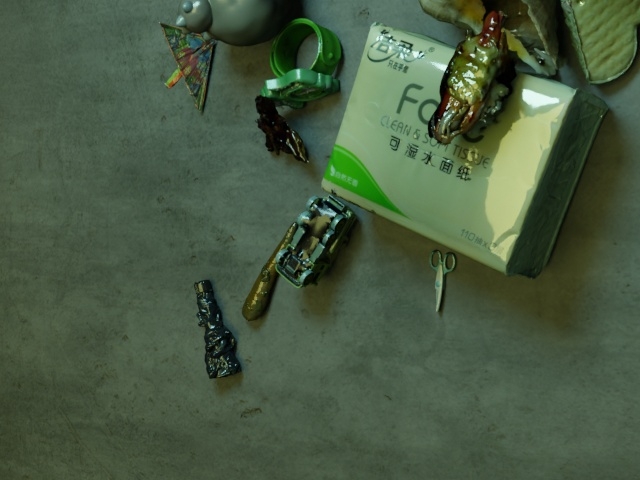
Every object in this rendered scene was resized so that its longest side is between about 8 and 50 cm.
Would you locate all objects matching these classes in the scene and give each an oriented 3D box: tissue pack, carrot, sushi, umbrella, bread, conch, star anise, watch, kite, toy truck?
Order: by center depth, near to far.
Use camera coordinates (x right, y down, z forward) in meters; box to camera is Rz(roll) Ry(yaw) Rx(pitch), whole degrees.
[{"bbox_3d":[0.249,-0.247,1.512,0.097,0.103,0.226,31,103,55],"label":"sushi"},{"bbox_3d":[0.456,-0.370,1.565,0.172,0.064,0.232,17,117,-10],"label":"bread"},{"bbox_3d":[0.299,-0.420,1.612,0.324,0.263,0.186,29,101,-3],"label":"conch"},{"bbox_3d":[0.238,-0.161,1.692,0.405,0.205,0.332,26,105,29],"label":"tissue pack"},{"bbox_3d":[-0.048,-0.356,1.926,0.165,0.131,0.152,-12,78,37],"label":"watch"},{"bbox_3d":[0.000,0.000,1.939,0.085,0.116,0.191,37,106,26],"label":"toy truck"},{"bbox_3d":[-0.074,-0.211,1.954,0.157,0.212,0.053,42,74,5],"label":"star anise"},{"bbox_3d":[-0.106,0.068,2.069,0.049,0.049,0.254,36,111,26],"label":"carrot"},{"bbox_3d":[-0.295,-0.405,2.158,0.183,0.014,0.241,-39,73,35],"label":"kite"},{"bbox_3d":[-0.237,0.196,2.161,0.080,0.071,0.224,-16,81,8],"label":"umbrella"}]

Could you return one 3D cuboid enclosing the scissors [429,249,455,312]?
[{"bbox_3d":[0.228,0.078,1.846,0.058,0.014,0.119,11,99,38],"label":"scissors"}]

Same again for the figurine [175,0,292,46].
[{"bbox_3d":[-0.106,-0.519,1.872,0.380,0.248,0.203,-40,92,12],"label":"figurine"}]
